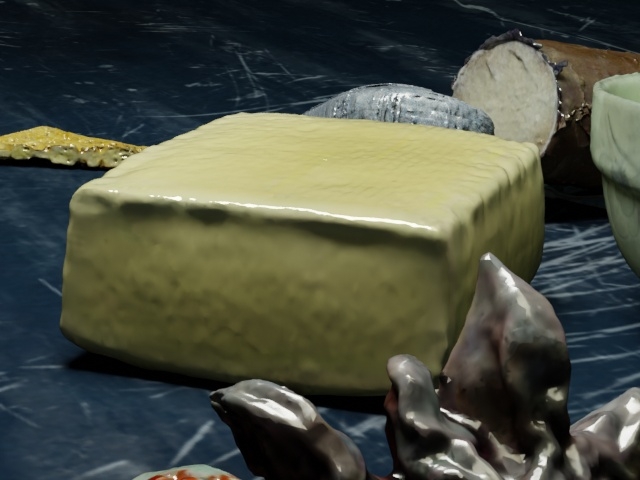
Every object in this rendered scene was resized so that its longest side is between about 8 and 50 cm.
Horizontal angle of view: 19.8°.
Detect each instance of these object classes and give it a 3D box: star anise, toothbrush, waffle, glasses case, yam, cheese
[{"bbox_3d":[0.065,0.120,0.680,0.283,0.129,0.212,10,41,-16],"label":"star anise"},{"bbox_3d":[0.243,-0.028,1.499,0.162,0.014,0.017,17,40,42],"label":"toothbrush"},{"bbox_3d":[-0.215,-0.073,1.580,0.152,0.023,0.097,13,20,32],"label":"waffle"},{"bbox_3d":[0.042,-0.073,1.401,0.109,0.067,0.282,13,-7,-17],"label":"glasses case"},{"bbox_3d":[0.249,-0.098,1.513,0.279,0.131,0.131,3,12,-34],"label":"yam"},{"bbox_3d":[0.000,0.000,1.155,0.242,0.124,0.265,11,16,16],"label":"cheese"}]

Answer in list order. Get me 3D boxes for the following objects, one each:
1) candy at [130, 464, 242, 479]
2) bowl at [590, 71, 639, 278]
[{"bbox_3d":[-0.059,0.148,0.719,0.086,0.059,0.292,7,16,2],"label":"candy"},{"bbox_3d":[0.326,-0.018,1.188,0.307,0.163,0.307,2,14,0],"label":"bowl"}]
